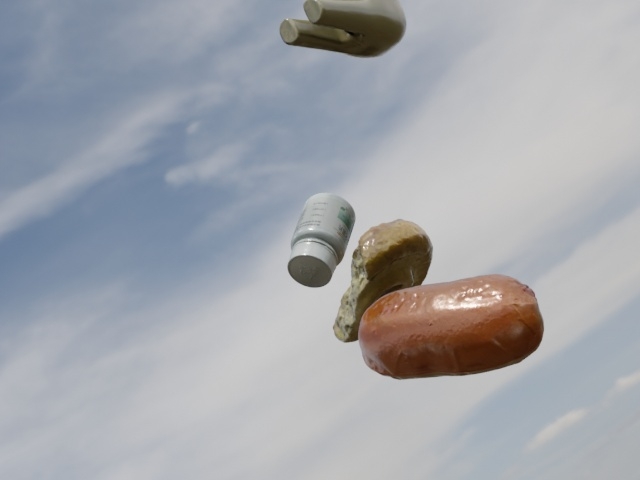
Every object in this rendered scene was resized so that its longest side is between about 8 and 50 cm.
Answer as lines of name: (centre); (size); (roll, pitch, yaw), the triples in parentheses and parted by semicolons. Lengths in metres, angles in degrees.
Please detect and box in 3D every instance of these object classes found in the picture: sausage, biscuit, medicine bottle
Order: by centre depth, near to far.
sausage: (0.167, 0.117, 1.347); (0.258, 0.133, 0.133); (-9, -11, 26)
medicine bottle: (0.000, 0.000, 1.475); (0.080, 0.080, 0.130); (-56, 11, 45)
biscuit: (0.121, 0.069, 1.871); (0.213, 0.091, 0.274); (-33, -30, -27)

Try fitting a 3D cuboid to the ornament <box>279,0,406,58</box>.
ornament: (0.009, -0.280, 1.006); (0.061, 0.230, 0.245); (-36, -17, 31)
